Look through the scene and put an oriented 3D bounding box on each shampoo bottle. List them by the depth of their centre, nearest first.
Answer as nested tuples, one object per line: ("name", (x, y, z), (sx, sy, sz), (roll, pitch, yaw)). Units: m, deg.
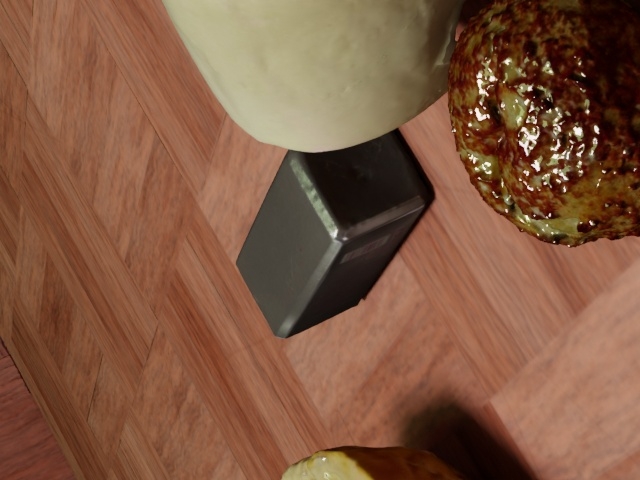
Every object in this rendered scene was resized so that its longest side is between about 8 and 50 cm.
("shampoo bottle", (0.000, 0.000, 1.083), (0.079, 0.080, 0.246), (61, 158, 14))

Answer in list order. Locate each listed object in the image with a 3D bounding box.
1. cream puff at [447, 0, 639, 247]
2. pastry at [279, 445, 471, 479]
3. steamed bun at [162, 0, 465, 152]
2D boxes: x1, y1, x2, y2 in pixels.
("cream puff", (0.117, -0.058, 0.746), (0.149, 0.084, 0.149), (50, 157, 31))
("pastry", (0.076, 0.259, 1.095), (0.256, 0.170, 0.237), (48, 133, 46))
("steamed bun", (0.011, -0.165, 0.785), (0.170, 0.200, 0.225), (7, 152, 17))
